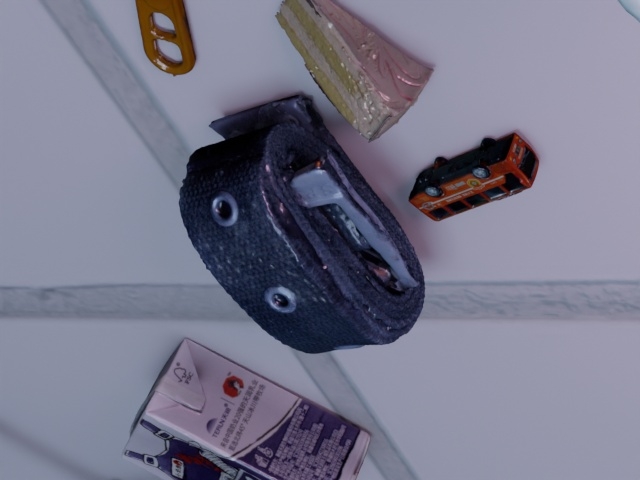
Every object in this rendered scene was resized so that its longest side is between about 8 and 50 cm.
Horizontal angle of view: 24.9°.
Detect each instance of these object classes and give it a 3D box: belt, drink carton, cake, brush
[{"bbox_3d":[0.000,0.000,1.128,0.128,0.122,0.218,-11,131,37],"label":"belt"},{"bbox_3d":[-0.079,0.210,1.484,0.222,0.101,0.134,29,148,-2],"label":"drink carton"},{"bbox_3d":[0.020,-0.133,1.022,0.121,0.065,0.052,50,144,3],"label":"cake"},{"bbox_3d":[-0.123,-0.224,1.002,0.090,0.017,0.314,17,146,17],"label":"brush"}]

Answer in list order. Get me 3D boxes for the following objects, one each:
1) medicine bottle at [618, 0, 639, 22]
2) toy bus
[{"bbox_3d":[0.202,-0.212,0.541,0.158,0.318,0.158,18,145,13],"label":"medicine bottle"},{"bbox_3d":[0.114,-0.045,1.077,0.043,0.031,0.110,39,145,-24],"label":"toy bus"}]
